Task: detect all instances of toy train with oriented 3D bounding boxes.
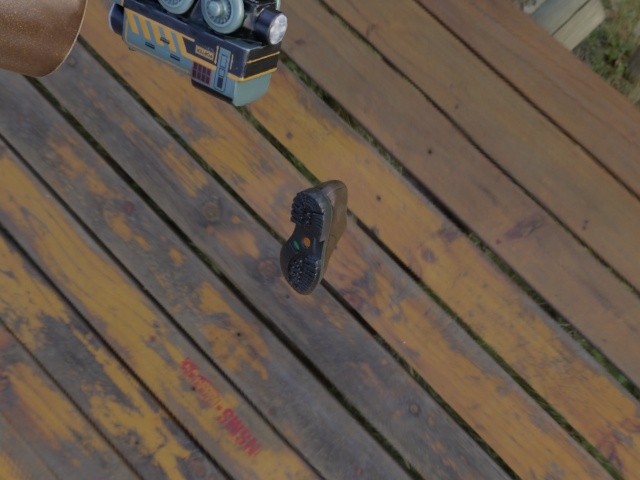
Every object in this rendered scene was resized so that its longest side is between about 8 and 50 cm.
[{"bbox_3d":[-0.205,-0.349,1.215,0.334,0.142,0.190,27,123,19],"label":"toy train"}]

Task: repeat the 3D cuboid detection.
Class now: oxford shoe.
[{"bbox_3d":[0.000,0.000,1.170,0.083,0.227,0.096,41,50,18],"label":"oxford shoe"}]

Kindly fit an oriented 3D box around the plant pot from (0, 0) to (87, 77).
[{"bbox_3d":[-0.381,-0.282,0.748,0.215,0.231,0.215,2,93,45],"label":"plant pot"}]
